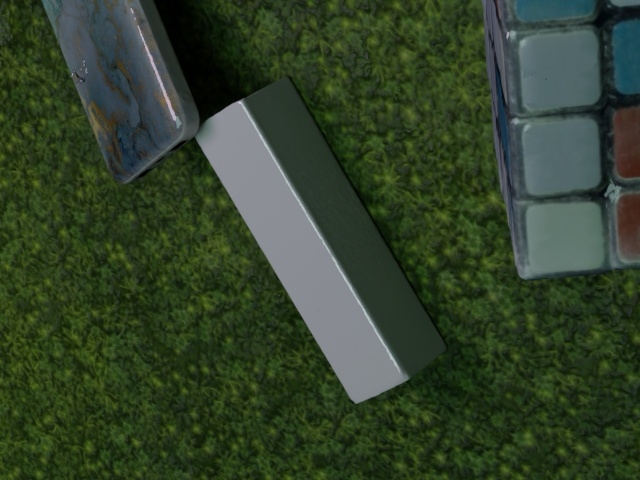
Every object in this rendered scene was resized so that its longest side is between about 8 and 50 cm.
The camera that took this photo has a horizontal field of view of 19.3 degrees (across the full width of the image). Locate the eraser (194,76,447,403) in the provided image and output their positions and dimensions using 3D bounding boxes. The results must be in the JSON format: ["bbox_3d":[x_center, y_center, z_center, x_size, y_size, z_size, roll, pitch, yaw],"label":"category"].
[{"bbox_3d":[0.000,0.000,1.742,0.076,0.078,0.298,-28,94,41],"label":"eraser"}]

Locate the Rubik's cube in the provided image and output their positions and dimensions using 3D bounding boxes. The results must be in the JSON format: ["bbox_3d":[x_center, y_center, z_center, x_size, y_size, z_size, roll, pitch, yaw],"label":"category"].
[{"bbox_3d":[0.245,-0.142,1.323,0.253,0.256,0.259,-4,113,3],"label":"Rubik's cube"}]

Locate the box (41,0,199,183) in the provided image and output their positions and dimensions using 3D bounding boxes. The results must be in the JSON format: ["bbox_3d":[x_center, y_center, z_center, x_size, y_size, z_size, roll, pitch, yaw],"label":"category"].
[{"bbox_3d":[-0.202,-0.204,1.771,0.142,0.044,0.285,-33,76,48],"label":"box"}]
